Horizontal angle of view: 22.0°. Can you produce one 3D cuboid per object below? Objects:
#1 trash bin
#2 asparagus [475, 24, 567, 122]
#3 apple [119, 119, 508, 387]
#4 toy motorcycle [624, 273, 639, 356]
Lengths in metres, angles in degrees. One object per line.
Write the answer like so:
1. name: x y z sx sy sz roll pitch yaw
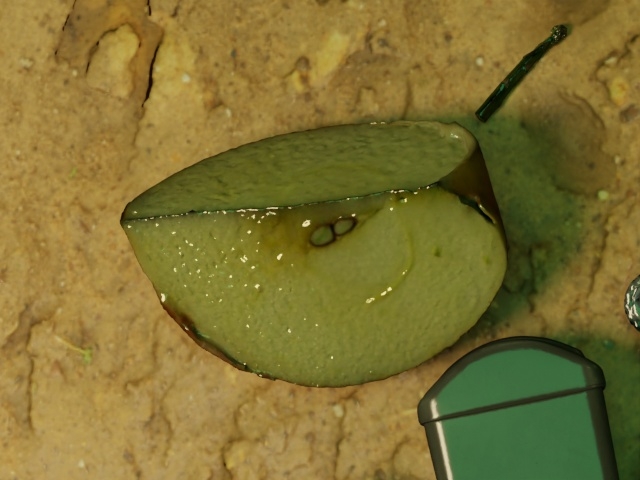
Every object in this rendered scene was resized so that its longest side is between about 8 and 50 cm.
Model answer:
1. trash bin: 0.190 0.208 1.523 0.176 0.101 0.236 -12 80 3
2. asparagus: 0.200 -0.168 1.634 0.018 0.015 0.127 42 87 3
3. apple: 0.000 0.000 1.545 0.346 0.179 0.254 -8 66 7
4. toy motorcycle: 0.395 0.074 1.536 0.213 0.082 0.122 -10 79 17
